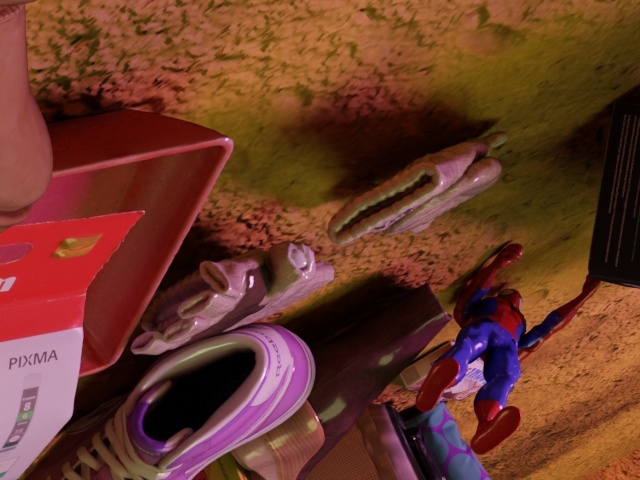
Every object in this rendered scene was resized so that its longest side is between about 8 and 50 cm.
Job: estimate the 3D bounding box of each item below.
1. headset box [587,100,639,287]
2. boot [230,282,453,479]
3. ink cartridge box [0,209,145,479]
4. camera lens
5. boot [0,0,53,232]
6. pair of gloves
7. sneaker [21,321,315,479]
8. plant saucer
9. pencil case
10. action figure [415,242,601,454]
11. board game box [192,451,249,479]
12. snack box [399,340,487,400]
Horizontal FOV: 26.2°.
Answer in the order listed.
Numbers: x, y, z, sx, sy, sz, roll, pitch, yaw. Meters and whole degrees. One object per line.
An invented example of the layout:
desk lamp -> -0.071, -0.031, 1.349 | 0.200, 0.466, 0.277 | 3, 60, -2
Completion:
headset box -> 0.375, -0.009, 0.993 | 0.283, 0.131, 0.246 | 9, 180, 31
boot -> 0.024, 0.124, 1.164 | 0.207, 0.090, 0.248 | -35, 171, -2
ink cartridge box -> -0.196, 0.073, 0.674 | 0.181, 0.056, 0.225 | -9, 155, -41
camera lens -> 0.009, 0.312, 1.413 | 0.274, 0.219, 0.219 | -28, 160, 3
boot -> -0.058, -0.115, 0.465 | 0.270, 0.089, 0.236 | -30, 160, 5
pair of gloves -> 0.000, 0.000, 0.860 | 0.240, 0.042, 0.204 | -31, 174, 24
sneaker -> -0.140, 0.150, 0.982 | 0.282, 0.102, 0.161 | -41, 169, 6
plant saucer -> -0.199, 0.025, 0.693 | 0.258, 0.047, 0.259 | -14, 156, -30
pencil case -> 0.151, 0.253, 1.544 | 0.070, 0.151, 0.064 | -19, 161, -45
action figure -> 0.163, 0.064, 1.137 | 0.139, 0.091, 0.280 | -51, 179, 16
board game box -> -0.156, 0.209, 1.139 | 0.181, 0.092, 0.043 | -27, 159, 0
snack box -> 0.140, 0.138, 1.435 | 0.064, 0.022, 0.178 | -33, 159, 14
